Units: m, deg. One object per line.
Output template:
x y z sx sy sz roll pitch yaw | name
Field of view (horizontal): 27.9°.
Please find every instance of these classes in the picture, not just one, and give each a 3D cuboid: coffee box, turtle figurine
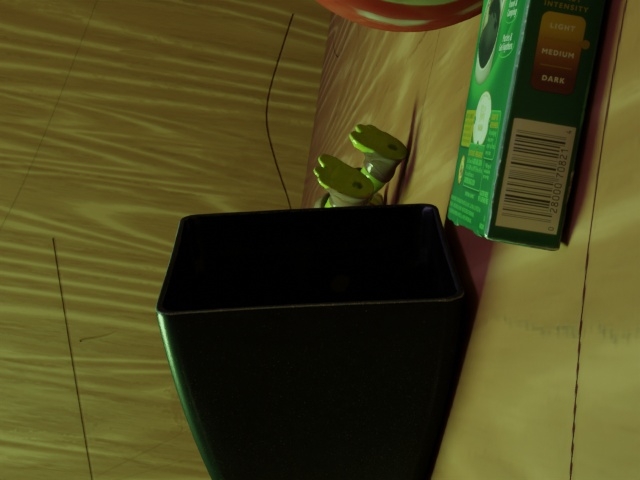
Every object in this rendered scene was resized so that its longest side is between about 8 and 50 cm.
0.104 -0.092 0.630 0.113 0.041 0.184 -126 44 -84 | coffee box
0.000 0.000 1.259 0.270 0.087 0.217 -28 -23 -38 | turtle figurine

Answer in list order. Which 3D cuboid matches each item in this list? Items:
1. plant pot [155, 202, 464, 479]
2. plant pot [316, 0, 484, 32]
-0.005 0.084 0.882 0.187 0.188 0.166 -93 1 -71 | plant pot
0.042 -0.219 0.755 0.174 0.191 0.191 -97 16 -65 | plant pot
